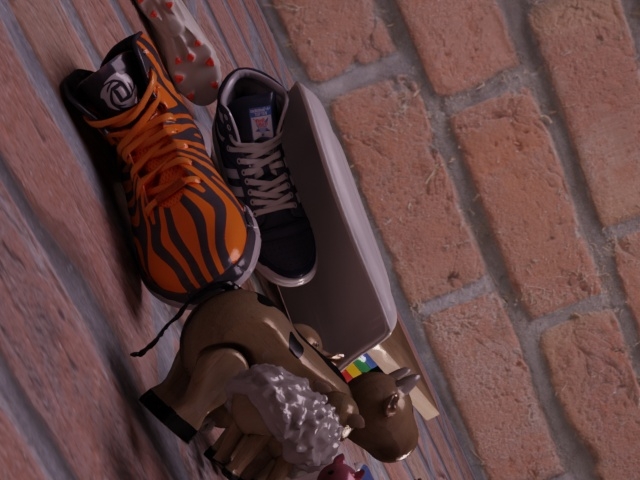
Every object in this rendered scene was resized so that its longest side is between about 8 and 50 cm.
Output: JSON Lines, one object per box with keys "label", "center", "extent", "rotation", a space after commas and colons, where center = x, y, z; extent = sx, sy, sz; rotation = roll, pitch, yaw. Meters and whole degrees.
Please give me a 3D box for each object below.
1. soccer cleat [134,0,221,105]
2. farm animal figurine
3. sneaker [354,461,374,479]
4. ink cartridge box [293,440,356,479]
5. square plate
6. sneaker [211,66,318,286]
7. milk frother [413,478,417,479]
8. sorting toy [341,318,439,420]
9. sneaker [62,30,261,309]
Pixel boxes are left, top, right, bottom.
{"label": "soccer cleat", "center": [-0.183, -0.265, 2.302], "extent": [0.196, 0.068, 0.076], "rotation": [62, 5, -25]}
{"label": "farm animal figurine", "center": [-0.013, 0.147, 1.539], "extent": [0.327, 0.172, 0.330], "rotation": [44, -9, -36]}
{"label": "sneaker", "center": [0.086, 0.381, 2.327], "extent": [0.080, 0.081, 0.211], "rotation": [56, 13, -56]}
{"label": "ink cartridge box", "center": [-0.016, 0.243, 1.892], "extent": [0.143, 0.090, 0.092], "rotation": [56, 14, -60]}
{"label": "square plate", "center": [0.000, 0.000, 2.373], "extent": [0.344, 0.049, 0.347], "rotation": [131, -58, -68]}
{"label": "sneaker", "center": [-0.070, -0.088, 2.275], "extent": [0.153, 0.099, 0.282], "rotation": [107, -34, -60]}
{"label": "milk frother", "center": [0.053, 0.307, 2.059], "extent": [0.129, 0.135, 0.143], "rotation": [4, 65, -84]}
{"label": "sorting toy", "center": [0.055, 0.134, 2.711], "extent": [0.257, 0.089, 0.255], "rotation": [50, 13, -49]}
{"label": "sneaker", "center": [-0.165, -0.076, 1.675], "extent": [0.180, 0.125, 0.321], "rotation": [58, 1, -38]}
